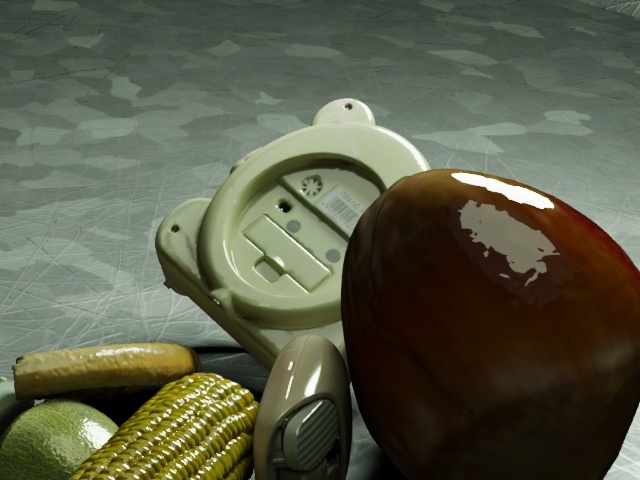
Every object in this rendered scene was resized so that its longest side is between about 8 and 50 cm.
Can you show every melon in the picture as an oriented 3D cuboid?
[{"bbox_3d":[-0.237,0.208,1.658,0.128,0.079,0.160,19,26,32],"label":"melon"}]

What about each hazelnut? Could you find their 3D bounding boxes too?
[{"bbox_3d":[0.170,0.092,1.684,0.315,0.372,0.372,-34,36,-15],"label":"hazelnut"}]

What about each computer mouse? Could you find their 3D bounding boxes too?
[{"bbox_3d":[-0.012,0.185,1.675,0.082,0.145,0.236,1,20,7],"label":"computer mouse"},{"bbox_3d":[-0.357,0.174,1.746,0.089,0.056,0.182,18,25,18],"label":"computer mouse"}]

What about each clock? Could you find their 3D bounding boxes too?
[{"bbox_3d":[0.000,0.000,1.923,0.309,0.114,0.284,-41,62,-17],"label":"clock"}]

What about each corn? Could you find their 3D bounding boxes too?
[{"bbox_3d":[-0.151,0.230,1.550,0.144,0.144,0.387,10,24,11],"label":"corn"}]

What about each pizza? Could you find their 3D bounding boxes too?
[{"bbox_3d":[-0.227,0.140,1.775,0.134,0.056,0.271,-21,-12,25],"label":"pizza"}]
